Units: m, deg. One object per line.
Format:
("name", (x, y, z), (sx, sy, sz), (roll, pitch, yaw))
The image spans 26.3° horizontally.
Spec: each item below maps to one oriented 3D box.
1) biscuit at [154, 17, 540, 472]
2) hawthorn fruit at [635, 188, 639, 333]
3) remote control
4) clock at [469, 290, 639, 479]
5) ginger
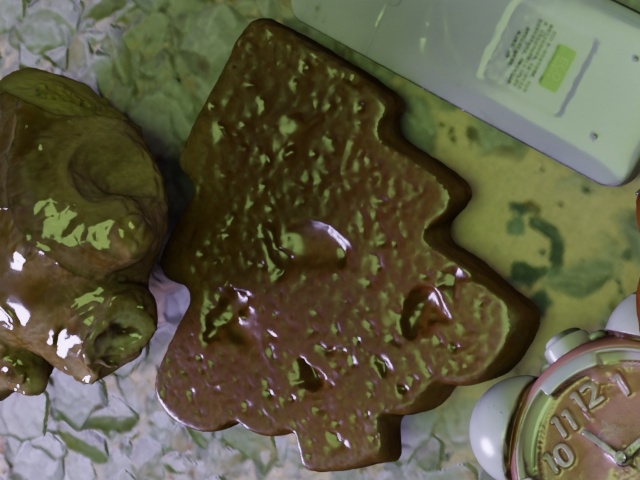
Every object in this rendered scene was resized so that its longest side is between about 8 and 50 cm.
("biscuit", (0.001, 0.000, 0.897), (0.278, 0.043, 0.301), (-9, 89, 28))
("hawthorn fruit", (0.275, -0.005, 0.697), (0.226, 0.196, 0.196), (5, 97, -3))
("remote control", (0.101, -0.131, 0.844), (0.250, 0.034, 0.103), (31, 106, 21))
("clock", (0.184, 0.123, 0.801), (0.166, 0.093, 0.162), (-36, 70, 19))
("ginger", (-0.196, 0.029, 0.949), (0.219, 0.123, 0.270), (39, 117, 37))
